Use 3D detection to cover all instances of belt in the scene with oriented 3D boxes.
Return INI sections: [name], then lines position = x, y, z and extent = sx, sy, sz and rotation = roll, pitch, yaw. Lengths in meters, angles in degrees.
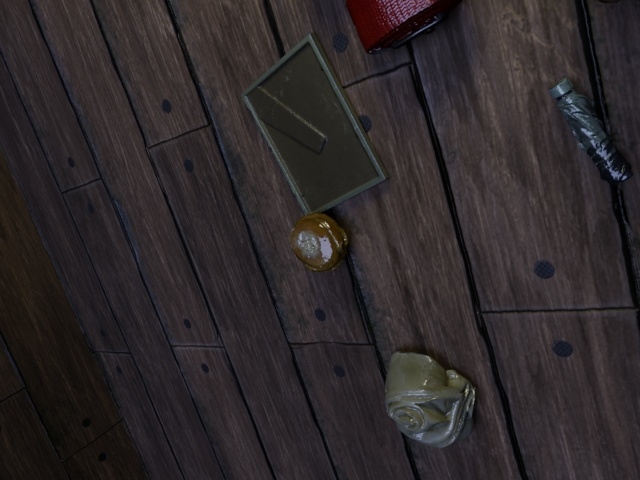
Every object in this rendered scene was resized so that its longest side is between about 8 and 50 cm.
[belt]
position = 0.145, -0.399, 0.860
extent = 0.200, 0.128, 0.124
rotation = -21, 97, 39

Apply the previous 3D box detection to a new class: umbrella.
[umbrella]
position = 0.431, -0.174, 0.812
extent = 0.188, 0.050, 0.046
rotation = 55, 151, 1

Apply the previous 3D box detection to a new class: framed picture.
[framed picture]
position = -0.021, -0.236, 1.124
extent = 0.247, 0.022, 0.335
rotation = -25, 95, 41

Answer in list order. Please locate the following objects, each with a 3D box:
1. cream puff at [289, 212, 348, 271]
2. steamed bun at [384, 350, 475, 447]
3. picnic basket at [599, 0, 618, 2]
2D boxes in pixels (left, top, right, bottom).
[cream puff]
position = 0.000, 0.002, 1.165
extent = 0.144, 0.103, 0.126
rotation = 37, 115, 16
[steamed bun]
position = 0.231, 0.372, 1.139
extent = 0.211, 0.144, 0.218
rotation = 11, 117, 31
[picnic basket]
position = 0.373, -0.411, 0.580
extent = 0.320, 0.291, 0.254
rotation = 22, 124, 12
